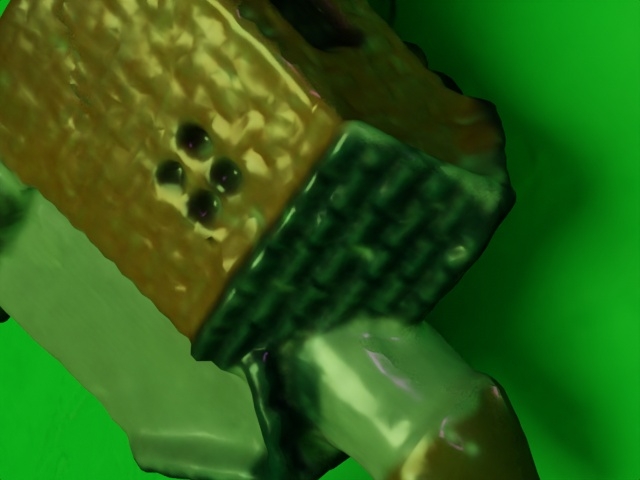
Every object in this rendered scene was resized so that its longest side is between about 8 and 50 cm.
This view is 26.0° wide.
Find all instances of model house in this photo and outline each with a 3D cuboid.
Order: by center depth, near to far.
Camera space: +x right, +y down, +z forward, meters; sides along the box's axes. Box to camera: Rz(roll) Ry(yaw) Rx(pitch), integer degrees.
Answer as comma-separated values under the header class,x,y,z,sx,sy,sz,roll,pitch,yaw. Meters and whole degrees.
class,x,y,z,sx,sy,sz,roll,pitch,yaw
model house,0.000,0.000,0.591,0.301,0.190,0.271,47,123,16
